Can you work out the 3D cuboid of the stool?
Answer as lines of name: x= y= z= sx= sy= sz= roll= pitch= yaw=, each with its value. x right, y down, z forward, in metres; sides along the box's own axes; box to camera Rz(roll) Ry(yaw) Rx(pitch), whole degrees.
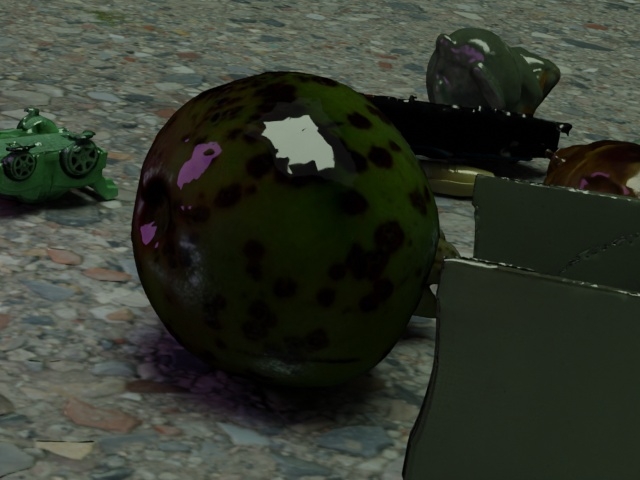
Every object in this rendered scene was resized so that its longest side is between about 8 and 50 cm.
stool: x=0.216 y=0.077 z=1.176 sx=0.270 sy=0.170 sz=0.243 roll=11 pitch=18 yaw=7

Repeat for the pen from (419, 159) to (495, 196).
pen: x=0.070 y=-0.072 z=1.754 sx=0.233 sy=0.032 sz=0.040 roll=6 pitch=33 yaw=-1

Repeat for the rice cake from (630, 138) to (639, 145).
rice cake: x=0.423 y=-0.103 z=1.972 sx=0.080 sy=0.042 sz=0.222 roll=17 pitch=20 yaw=27

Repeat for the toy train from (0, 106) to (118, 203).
toy train: x=-0.264 y=-0.070 z=1.548 sx=0.149 sy=0.081 sz=0.099 roll=-17 pitch=31 yaw=-41

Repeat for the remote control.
remote control: x=0.100 y=-0.120 z=1.766 sx=0.399 sy=0.062 sz=0.145 roll=2 pitch=5 yaw=-45

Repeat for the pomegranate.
pomegranate: x=0.002 y=0.012 z=1.255 sx=0.306 sy=0.242 sz=0.242 roll=34 pitch=3 yaw=-33

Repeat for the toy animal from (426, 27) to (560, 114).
toy animal: x=0.231 y=-0.199 z=2.047 sx=0.125 sy=0.127 sz=0.251 roll=16 pitch=17 yaw=29

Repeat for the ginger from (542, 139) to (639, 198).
ginger: x=0.336 y=0.004 z=1.458 sx=0.357 sy=0.152 sz=0.274 roll=22 pitch=23 yaw=30
